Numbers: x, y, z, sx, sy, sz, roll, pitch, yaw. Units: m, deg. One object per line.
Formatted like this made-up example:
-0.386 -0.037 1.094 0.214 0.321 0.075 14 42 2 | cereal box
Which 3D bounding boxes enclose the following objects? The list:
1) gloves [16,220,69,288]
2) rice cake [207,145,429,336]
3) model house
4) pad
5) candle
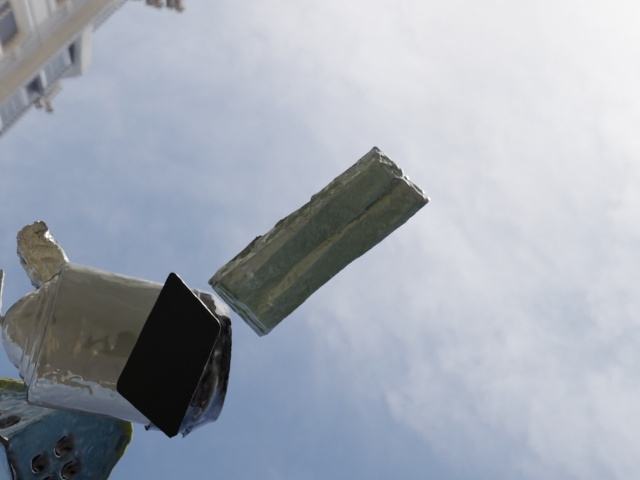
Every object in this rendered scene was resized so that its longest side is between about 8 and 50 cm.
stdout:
-0.450 0.050 1.383 0.070 0.114 0.153 -31 -108 -15 | gloves
0.000 0.000 0.835 0.226 0.085 0.040 -38 -160 4 | rice cake
-0.486 0.345 1.432 0.237 0.216 0.303 2 -166 32 | model house
-0.165 0.127 0.926 0.003 0.112 0.157 -7 -134 31 | pad
-0.306 0.151 1.199 0.342 0.221 0.221 13 -130 -17 | candle
